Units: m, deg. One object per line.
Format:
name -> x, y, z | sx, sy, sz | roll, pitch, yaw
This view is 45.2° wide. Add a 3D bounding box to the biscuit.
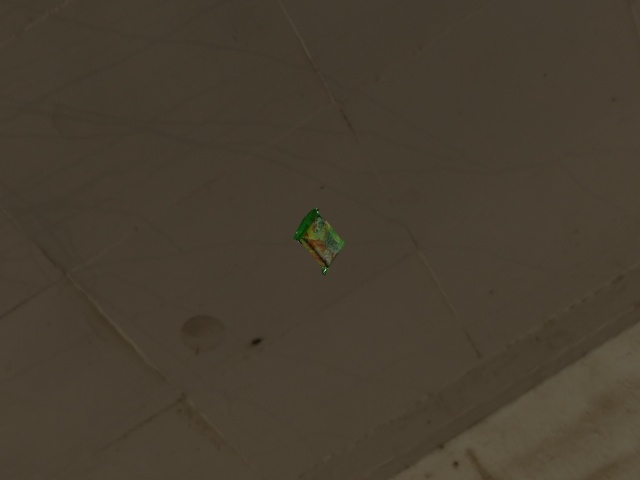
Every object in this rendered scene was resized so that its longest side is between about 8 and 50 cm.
biscuit -> 0.000, 0.000, 0.847 | 0.046, 0.016, 0.089 | -57, -38, -14
